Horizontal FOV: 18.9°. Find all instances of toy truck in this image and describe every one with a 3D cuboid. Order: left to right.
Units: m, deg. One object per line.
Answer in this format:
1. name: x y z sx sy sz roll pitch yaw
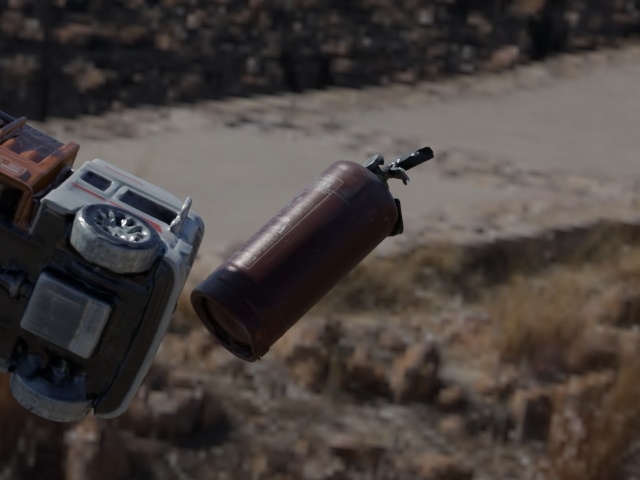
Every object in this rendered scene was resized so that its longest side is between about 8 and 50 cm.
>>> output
1. toy truck: -0.284 -0.024 1.528 0.388 0.173 0.207 27 22 2

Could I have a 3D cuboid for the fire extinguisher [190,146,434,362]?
1. fire extinguisher: 0.000 0.000 1.890 0.269 0.104 0.105 -42 37 -22
